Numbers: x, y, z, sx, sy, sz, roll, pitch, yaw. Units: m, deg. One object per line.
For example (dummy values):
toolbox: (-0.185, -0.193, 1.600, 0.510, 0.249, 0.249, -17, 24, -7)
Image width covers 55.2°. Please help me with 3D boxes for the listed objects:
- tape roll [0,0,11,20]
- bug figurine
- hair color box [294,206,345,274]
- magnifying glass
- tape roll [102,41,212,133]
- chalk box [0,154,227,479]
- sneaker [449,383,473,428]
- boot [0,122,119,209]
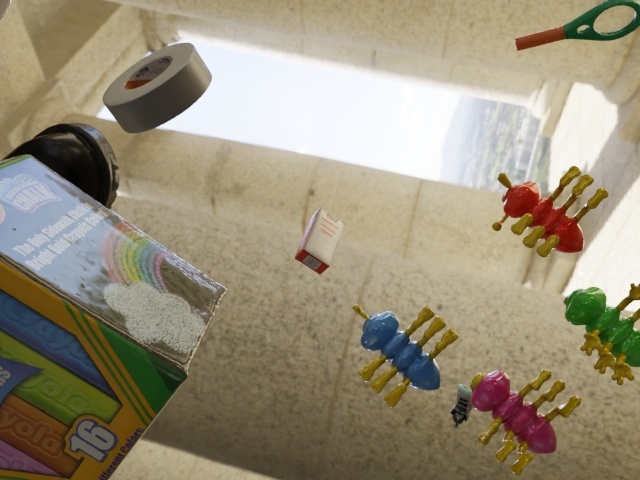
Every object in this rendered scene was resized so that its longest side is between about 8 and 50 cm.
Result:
tape roll: (-0.767, -0.539, 1.210, 0.246, 0.169, 0.246, -49, -24, -31)
bug figurine: (0.176, 0.074, 0.565, 0.279, 0.216, 0.072, -41, -16, -6)
hair color box: (0.000, 0.000, 1.355, 0.043, 0.072, 0.141, -44, 17, 44)
magnifying glass: (0.495, -0.408, 1.179, 0.092, 0.230, 0.026, 48, -142, -53)
tape roll: (-0.335, -0.316, 1.261, 0.072, 0.219, 0.219, 60, -143, -37)
chalk box: (-0.256, 0.056, 0.510, 0.179, 0.289, 0.180, -53, 9, 14)
sneaker: (0.236, 0.279, 1.017, 0.069, 0.038, 0.098, -61, -27, -11)
boot: (-0.413, 0.003, 0.701, 0.348, 0.131, 0.260, -35, 6, 20)
